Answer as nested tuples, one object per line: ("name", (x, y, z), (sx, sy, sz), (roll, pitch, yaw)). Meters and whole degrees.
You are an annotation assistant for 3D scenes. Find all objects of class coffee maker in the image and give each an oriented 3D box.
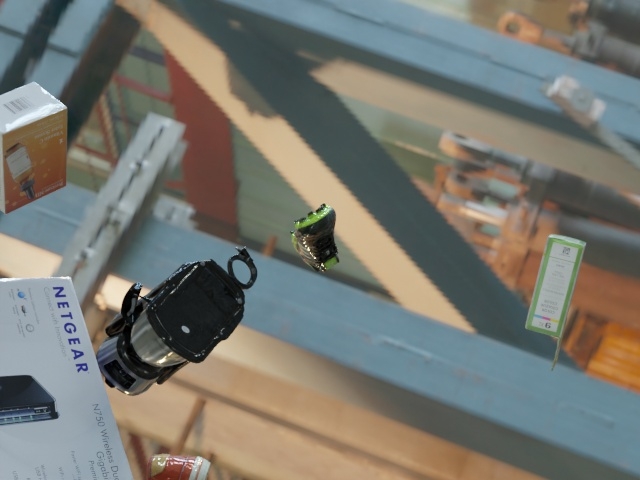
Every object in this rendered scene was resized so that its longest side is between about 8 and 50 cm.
("coffee maker", (-0.177, 0.106, 1.533), (0.171, 0.120, 0.178), (-20, -8, -39))

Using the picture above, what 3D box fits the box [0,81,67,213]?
("box", (-0.496, -0.152, 2.022), (0.130, 0.091, 0.170), (-32, -34, -37))

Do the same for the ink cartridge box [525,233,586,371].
("ink cartridge box", (0.374, 0.098, 1.981), (0.109, 0.062, 0.209), (-10, -67, -77))

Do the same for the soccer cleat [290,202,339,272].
("soccer cleat", (0.000, 0.000, 1.563), (0.060, 0.072, 0.179), (-31, -4, -8))

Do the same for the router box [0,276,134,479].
("router box", (-0.394, 0.205, 1.411), (0.301, 0.335, 0.082), (-2, -32, -39))

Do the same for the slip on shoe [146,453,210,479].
("slip on shoe", (-0.262, 0.466, 1.918), (0.123, 0.101, 0.331), (-75, 4, -64))
